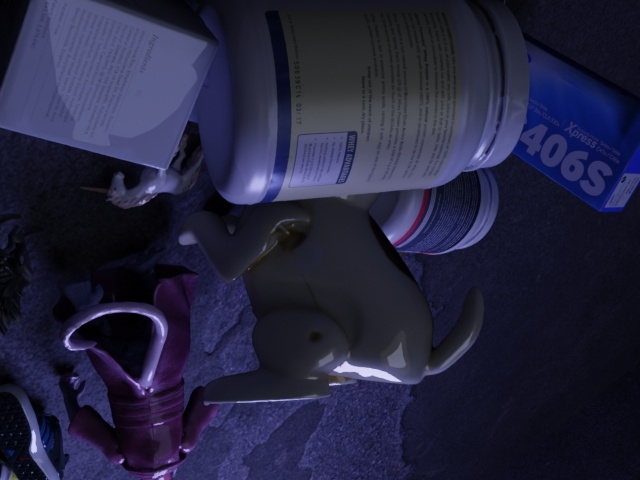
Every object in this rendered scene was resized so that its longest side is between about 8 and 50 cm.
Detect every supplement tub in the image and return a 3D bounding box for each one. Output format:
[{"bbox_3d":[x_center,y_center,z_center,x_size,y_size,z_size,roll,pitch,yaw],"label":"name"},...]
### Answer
[{"bbox_3d":[0.149,-0.075,1.392,0.272,0.191,0.191,5,120,-49],"label":"supplement tub"},{"bbox_3d":[0.039,-0.168,0.953,0.325,0.235,0.235,-6,131,-18],"label":"supplement tub"}]

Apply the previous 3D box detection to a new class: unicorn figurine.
[{"bbox_3d":[-0.208,-0.087,1.110,0.162,0.060,0.111,10,115,-51],"label":"unicorn figurine"}]

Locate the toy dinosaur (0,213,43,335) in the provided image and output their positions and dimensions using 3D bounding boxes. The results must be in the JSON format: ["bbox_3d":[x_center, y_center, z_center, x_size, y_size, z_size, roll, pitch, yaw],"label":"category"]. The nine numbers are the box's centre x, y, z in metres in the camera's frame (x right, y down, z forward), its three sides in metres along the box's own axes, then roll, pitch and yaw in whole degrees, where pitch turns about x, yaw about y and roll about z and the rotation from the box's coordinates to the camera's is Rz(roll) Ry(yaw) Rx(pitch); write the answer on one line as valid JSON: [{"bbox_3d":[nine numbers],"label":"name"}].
[{"bbox_3d":[-0.425,0.004,0.899,0.218,0.164,0.322,26,109,-39],"label":"toy dinosaur"}]

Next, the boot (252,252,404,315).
[{"bbox_3d":[0.020,0.029,1.441,0.305,0.112,0.115,-24,128,-27],"label":"boot"}]

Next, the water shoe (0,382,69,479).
[{"bbox_3d":[-0.422,0.274,1.240,0.080,0.073,0.203,-73,160,-57],"label":"water shoe"}]

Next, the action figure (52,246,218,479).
[{"bbox_3d":[-0.226,0.208,1.182,0.248,0.276,0.370,-11,106,-18],"label":"action figure"}]

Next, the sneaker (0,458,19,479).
[{"bbox_3d":[-0.500,0.416,1.270,0.208,0.081,0.094,-52,147,6],"label":"sneaker"}]

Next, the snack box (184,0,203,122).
[{"bbox_3d":[-0.116,-0.244,1.048,0.174,0.070,0.207,11,114,-50],"label":"snack box"}]

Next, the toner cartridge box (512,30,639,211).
[{"bbox_3d":[0.364,-0.205,1.358,0.075,0.348,0.165,-1,124,-46],"label":"toner cartridge box"}]

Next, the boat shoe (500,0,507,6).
[{"bbox_3d":[0.189,-0.404,1.148,0.187,0.156,0.500,-29,140,-22],"label":"boat shoe"}]

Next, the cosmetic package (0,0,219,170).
[{"bbox_3d":[-0.228,-0.187,0.873,0.184,0.151,0.151,15,114,-31],"label":"cosmetic package"}]

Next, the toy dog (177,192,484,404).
[{"bbox_3d":[0.000,0.000,1.159,0.284,0.395,0.407,9,74,-68],"label":"toy dog"}]
